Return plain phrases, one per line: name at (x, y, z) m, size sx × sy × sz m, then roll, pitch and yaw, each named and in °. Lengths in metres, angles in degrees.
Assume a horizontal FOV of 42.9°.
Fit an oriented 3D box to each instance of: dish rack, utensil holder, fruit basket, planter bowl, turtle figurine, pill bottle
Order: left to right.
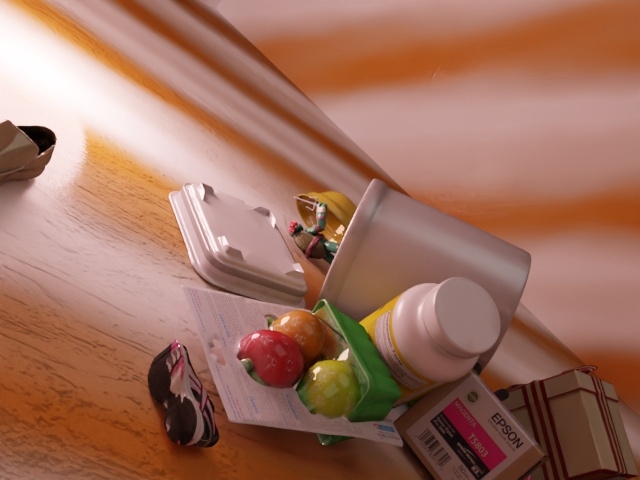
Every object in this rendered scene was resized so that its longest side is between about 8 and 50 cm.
dish rack at (-0.165, -0.003, 1.743) m, size 0.285 × 0.072 × 0.333 m, roll 21°, pitch 25°, yaw -35°
fruit basket at (-0.053, 0.221, 1.403) m, size 0.353 × 0.165 × 0.327 m, roll 10°, pitch 31°, yaw -32°
turtle figurine at (0.000, 0.000, 2.085) m, size 0.234 × 0.118 × 0.175 m, roll 36°, pitch -25°, yaw 12°
planter bowl at (0.040, -0.065, 2.176) m, size 0.217 × 0.090 × 0.217 m, roll 40°, pitch -22°, yaw 19°
pill bottle at (0.183, 0.194, 1.545) m, size 0.188 × 0.334 × 0.188 m, roll 13°, pitch 61°, yaw -24°
utensil holder at (0.227, 0.088, 1.813) m, size 0.385 × 0.328 × 0.327 m, roll 25°, pitch 16°, yaw 5°

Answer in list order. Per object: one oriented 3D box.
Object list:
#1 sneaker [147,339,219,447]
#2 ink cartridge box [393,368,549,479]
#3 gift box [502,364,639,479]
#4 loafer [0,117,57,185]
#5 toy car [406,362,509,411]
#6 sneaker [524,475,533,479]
sneaker at (-0.193, 0.229, 1.172) m, size 0.077 × 0.072 × 0.178 m, roll 42°, pitch 20°, yaw -45°
ink cartridge box at (0.288, 0.388, 1.577) m, size 0.235 × 0.193 × 0.088 m, roll 50°, pitch 5°, yaw 28°
gift box at (0.567, 0.447, 1.910) m, size 0.276 × 0.255 × 0.258 m, roll 27°, pitch 47°, yaw -50°
loafer at (-0.520, -0.147, 1.318) m, size 0.102 × 0.092 × 0.268 m, roll 41°, pitch 17°, yaw -1°
toy car at (0.299, 0.348, 1.726) m, size 0.155 × 0.188 × 0.149 m, roll 42°, pitch 17°, yaw 1°
sneaker at (0.406, 0.515, 1.765) m, size 0.170 × 0.074 × 0.063 m, roll 59°, pitch 40°, yaw -14°
